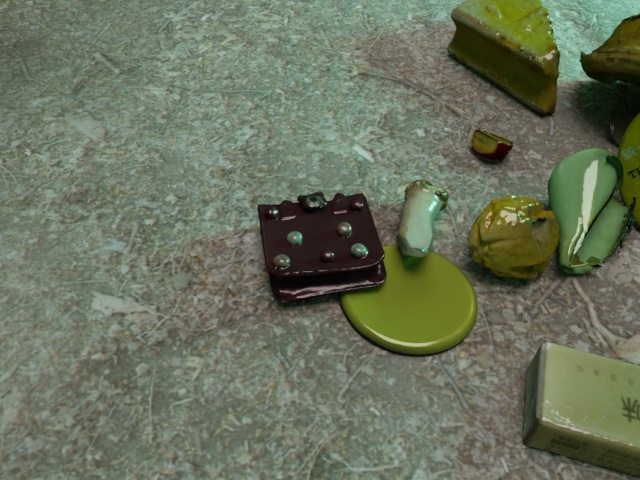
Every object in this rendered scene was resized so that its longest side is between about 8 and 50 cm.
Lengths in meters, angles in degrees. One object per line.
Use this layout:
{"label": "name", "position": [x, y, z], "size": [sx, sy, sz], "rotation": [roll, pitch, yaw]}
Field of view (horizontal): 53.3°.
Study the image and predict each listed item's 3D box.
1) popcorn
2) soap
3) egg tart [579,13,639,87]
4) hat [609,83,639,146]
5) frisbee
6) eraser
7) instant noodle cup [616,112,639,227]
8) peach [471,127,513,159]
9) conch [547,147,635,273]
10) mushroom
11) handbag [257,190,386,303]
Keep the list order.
{"label": "popcorn", "position": [0.335, -0.007, 1.103], "size": [0.167, 0.152, 0.148], "rotation": [16, 80, -20]}
{"label": "soap", "position": [0.531, -0.487, 1.544], "size": [0.304, 0.169, 0.338], "rotation": [-32, 56, -17]}
{"label": "egg tart", "position": [0.767, -0.400, 1.386], "size": [0.388, 0.169, 0.388], "rotation": [9, 11, -2]}
{"label": "hat", "position": [0.709, -0.267, 1.424], "size": [0.147, 0.085, 0.175], "rotation": [27, 75, 25]}
{"label": "frisbee", "position": [0.149, 0.092, 1.076], "size": [0.236, 0.017, 0.236], "rotation": [2, 46, -2]}
{"label": "eraser", "position": [0.468, 0.258, 0.896], "size": [0.343, 0.078, 0.144], "rotation": [13, 49, 9]}
{"label": "instant noodle cup", "position": [0.752, -0.149, 1.159], "size": [0.254, 0.325, 0.325], "rotation": [-24, 52, -36]}
{"label": "peach", "position": [0.357, -0.200, 1.339], "size": [0.083, 0.050, 0.077], "rotation": [25, 26, 7]}
{"label": "conch", "position": [0.499, -0.050, 1.164], "size": [0.137, 0.143, 0.250], "rotation": [-23, 52, 33]}
{"label": "mushroom", "position": [0.180, -0.033, 1.149], "size": [0.084, 0.071, 0.209], "rotation": [21, 41, 1]}
{"label": "handbag", "position": [0.000, -0.002, 1.104], "size": [0.203, 0.074, 0.216], "rotation": [-7, 44, -6]}
